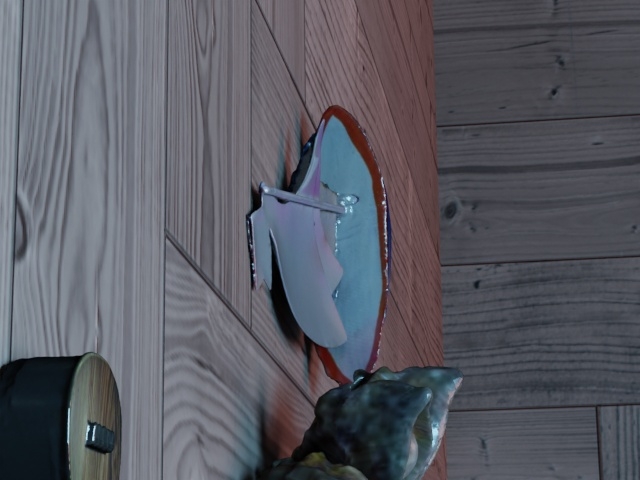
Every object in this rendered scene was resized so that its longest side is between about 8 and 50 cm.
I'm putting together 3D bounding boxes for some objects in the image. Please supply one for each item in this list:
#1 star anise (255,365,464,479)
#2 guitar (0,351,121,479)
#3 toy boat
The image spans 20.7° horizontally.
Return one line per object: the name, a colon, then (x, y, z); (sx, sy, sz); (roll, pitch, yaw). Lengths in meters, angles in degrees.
star anise: (0.010, 0.178, 1.169); (0.223, 0.109, 0.236); (-56, 164, -38)
guitar: (-0.094, 0.177, 0.649); (0.084, 0.038, 0.271); (53, 33, -75)
toy boat: (0.006, 0.023, 1.343); (0.318, 0.072, 0.219); (-62, 145, -69)
